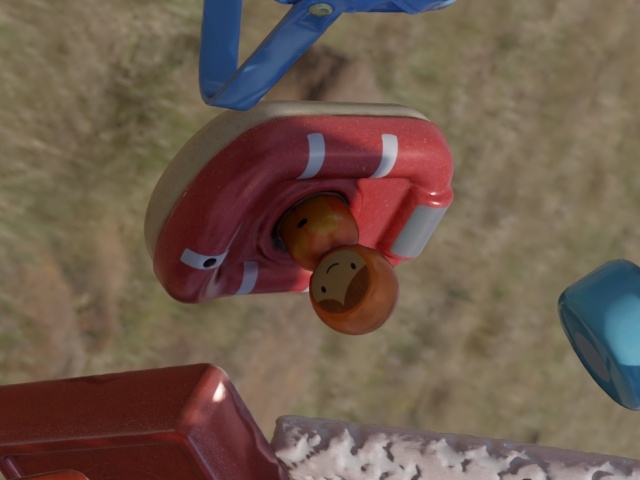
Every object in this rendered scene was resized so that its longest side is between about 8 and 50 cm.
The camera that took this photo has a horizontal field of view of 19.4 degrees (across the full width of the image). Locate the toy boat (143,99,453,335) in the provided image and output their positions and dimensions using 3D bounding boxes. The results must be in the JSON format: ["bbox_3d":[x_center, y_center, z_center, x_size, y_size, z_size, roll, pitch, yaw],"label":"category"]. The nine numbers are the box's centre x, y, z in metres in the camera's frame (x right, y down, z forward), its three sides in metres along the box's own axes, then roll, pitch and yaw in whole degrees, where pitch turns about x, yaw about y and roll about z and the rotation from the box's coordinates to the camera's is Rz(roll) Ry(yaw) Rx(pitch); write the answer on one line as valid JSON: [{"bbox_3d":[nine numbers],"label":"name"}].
[{"bbox_3d":[0.000,0.000,1.251,0.231,0.151,0.151,-3,136,-36],"label":"toy boat"}]

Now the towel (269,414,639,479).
[{"bbox_3d":[0.150,0.230,1.556,0.317,0.332,0.053,65,33,-62],"label":"towel"}]

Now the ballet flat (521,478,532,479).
[{"bbox_3d":[0.078,0.204,1.362,0.084,0.250,0.058,63,37,-26],"label":"ballet flat"}]

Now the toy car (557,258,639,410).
[{"bbox_3d":[0.238,-0.006,0.837,0.219,0.210,0.238,-33,149,-9],"label":"toy car"}]

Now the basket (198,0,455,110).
[{"bbox_3d":[-0.003,-0.223,1.000,0.289,0.201,0.254,-25,-119,61],"label":"basket"}]

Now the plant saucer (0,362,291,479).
[{"bbox_3d":[-0.132,0.217,1.483,0.258,0.259,0.047,61,40,-27],"label":"plant saucer"}]

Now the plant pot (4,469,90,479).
[{"bbox_3d":[-0.212,0.287,1.112,0.267,0.267,0.235,-9,139,-20],"label":"plant pot"}]
